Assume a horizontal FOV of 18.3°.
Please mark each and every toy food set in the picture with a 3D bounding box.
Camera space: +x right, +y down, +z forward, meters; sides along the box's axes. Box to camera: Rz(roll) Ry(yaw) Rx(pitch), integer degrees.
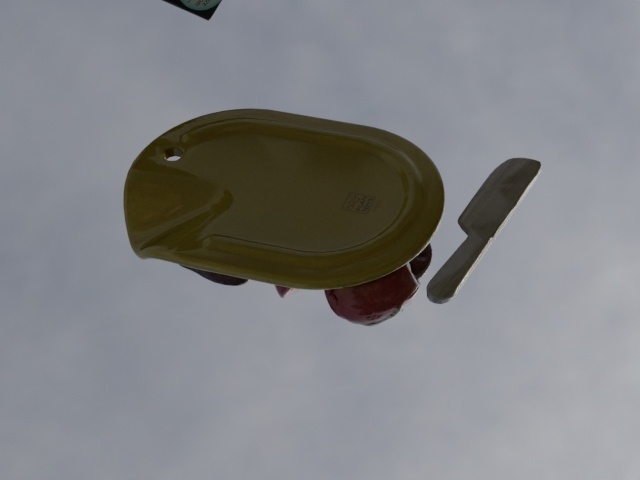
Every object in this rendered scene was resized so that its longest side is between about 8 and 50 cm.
[{"bbox_3d":[0.000,0.000,1.083,0.071,0.218,0.128,82,-153,-43],"label":"toy food set"}]

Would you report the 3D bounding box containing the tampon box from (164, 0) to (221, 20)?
[{"bbox_3d":[-0.119,-0.241,1.296,0.161,0.101,0.120,20,-64,-30],"label":"tampon box"}]
